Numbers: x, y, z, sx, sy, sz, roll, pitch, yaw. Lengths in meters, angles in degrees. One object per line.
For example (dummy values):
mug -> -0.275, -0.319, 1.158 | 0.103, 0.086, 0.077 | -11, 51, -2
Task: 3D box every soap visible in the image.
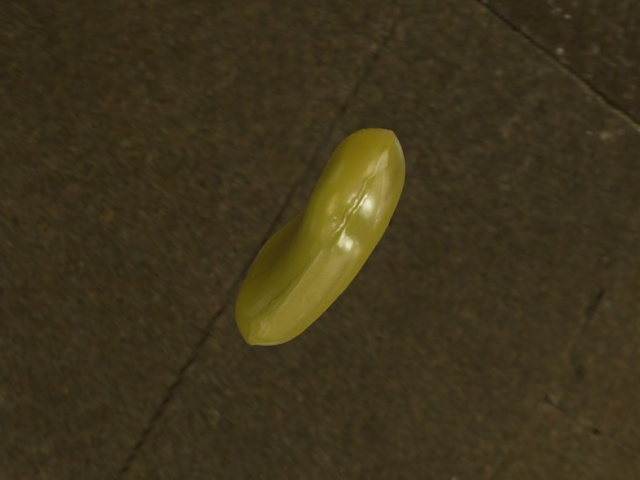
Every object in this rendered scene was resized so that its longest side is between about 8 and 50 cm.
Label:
soap -> 0.001, 0.001, 0.814 | 0.045, 0.140, 0.089 | 34, 46, -4
